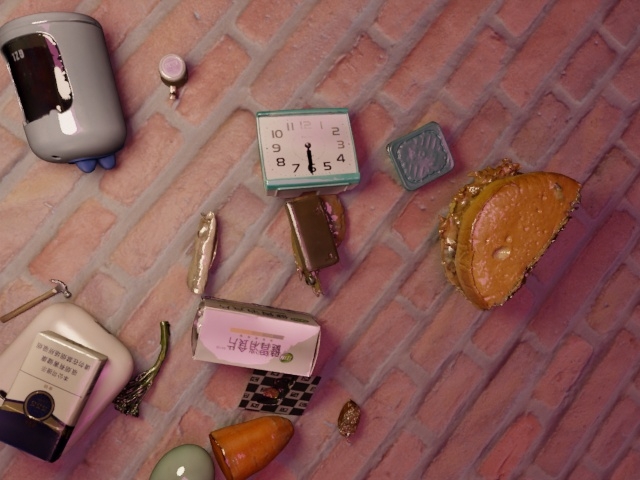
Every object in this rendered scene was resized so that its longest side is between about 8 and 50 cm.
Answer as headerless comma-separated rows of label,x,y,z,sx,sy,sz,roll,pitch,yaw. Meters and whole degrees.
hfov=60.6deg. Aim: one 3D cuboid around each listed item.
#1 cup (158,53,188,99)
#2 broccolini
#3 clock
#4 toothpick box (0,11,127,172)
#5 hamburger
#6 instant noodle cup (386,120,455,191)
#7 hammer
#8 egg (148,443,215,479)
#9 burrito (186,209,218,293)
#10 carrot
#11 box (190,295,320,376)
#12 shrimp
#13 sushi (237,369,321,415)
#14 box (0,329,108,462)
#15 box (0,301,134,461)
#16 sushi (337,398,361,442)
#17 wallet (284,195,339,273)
cup,-0.393,-0.431,1.434,0.074,0.099,0.102,28,87,-12
broccolini,-0.495,0.335,1.485,0.123,0.062,0.272,26,80,-17
clock,-0.040,-0.238,1.507,0.262,0.116,0.231,-6,75,-13
toothpick box,-0.601,-0.340,1.337,0.262,0.263,0.355,-14,97,-11
hamburger,0.483,-0.056,1.557,0.287,0.268,0.446,39,89,-13
instant noodle cup,0.287,-0.244,1.607,0.179,0.070,0.157,-28,100,-10
hammer,-0.751,0.160,1.432,0.182,0.017,0.062,-29,98,-8
egg,-0.375,0.656,1.462,0.167,0.168,0.231,26,92,-12
burrito,-0.315,0.030,1.488,0.060,0.087,0.226,12,87,-21
carrot,-0.182,0.556,1.521,0.224,0.159,0.159,-25,98,-20
box,-0.180,0.254,1.479,0.332,0.173,0.145,11,90,-12
shrimp,0.000,0.000,1.555,0.168,0.077,0.318,-5,88,-12
sushi,-0.115,0.406,1.532,0.192,0.051,0.215,11,132,-15
box,-0.632,0.360,1.277,0.168,0.071,0.260,24,82,-1
box,-0.669,0.352,1.382,0.288,0.141,0.349,41,84,0
sushi,0.086,0.530,1.613,0.052,0.055,0.120,23,90,-19
wallet,-0.022,-0.018,1.499,0.110,0.031,0.198,-15,87,-21
